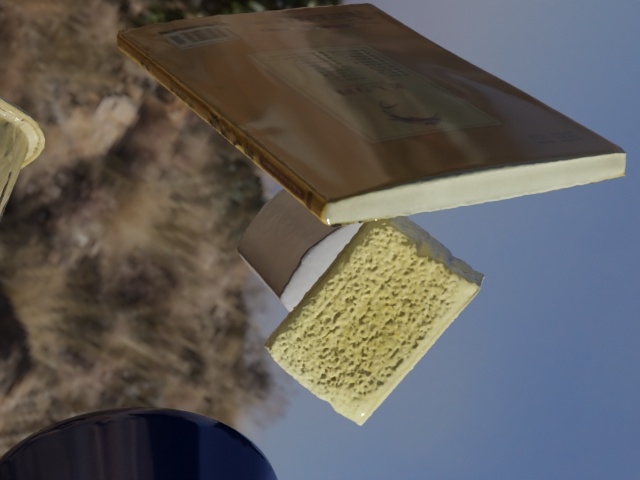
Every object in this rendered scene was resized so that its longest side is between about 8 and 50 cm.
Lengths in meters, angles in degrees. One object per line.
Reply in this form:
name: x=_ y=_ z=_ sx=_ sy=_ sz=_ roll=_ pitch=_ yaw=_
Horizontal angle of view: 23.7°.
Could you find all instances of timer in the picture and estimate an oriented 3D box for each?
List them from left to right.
timer: x=-0.145 y=0.356 z=1.233 sx=0.270 sy=0.270 sz=0.383 roll=-58 pitch=-150 yaw=36

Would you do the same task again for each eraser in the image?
eraser: x=0.000 y=0.000 z=1.860 sx=0.174 sy=0.094 sz=0.270 roll=-39 pitch=-161 yaw=-4

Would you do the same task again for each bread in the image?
bread: x=0.047 y=0.069 z=1.443 sx=0.188 sy=0.125 sz=0.068 roll=-51 pitch=180 yaw=14

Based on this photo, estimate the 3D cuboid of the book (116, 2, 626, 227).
book: x=0.027 y=-0.117 z=1.242 sx=0.389 sy=0.269 sz=0.032 roll=42 pitch=-45 yaw=51

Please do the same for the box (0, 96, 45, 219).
box: x=-0.243 y=-0.035 z=0.871 sx=0.177 sy=0.111 sz=0.111 roll=-26 pitch=-158 yaw=33
